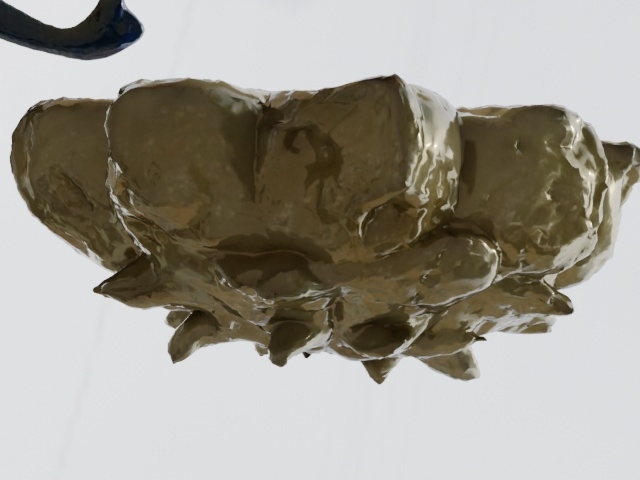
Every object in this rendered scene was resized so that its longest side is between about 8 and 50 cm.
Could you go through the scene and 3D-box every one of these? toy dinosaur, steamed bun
[{"bbox_3d":[-0.244,-0.100,1.018,0.248,0.075,0.188,-40,-65,15],"label":"toy dinosaur"},{"bbox_3d":[0.000,0.000,0.893,0.292,0.295,0.137,6,-91,-14],"label":"steamed bun"}]
